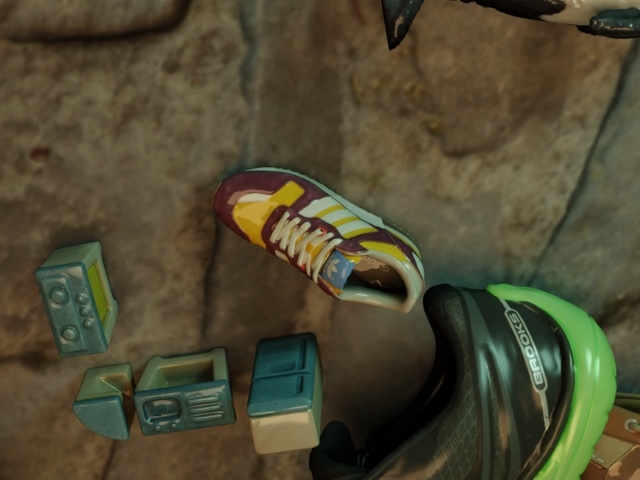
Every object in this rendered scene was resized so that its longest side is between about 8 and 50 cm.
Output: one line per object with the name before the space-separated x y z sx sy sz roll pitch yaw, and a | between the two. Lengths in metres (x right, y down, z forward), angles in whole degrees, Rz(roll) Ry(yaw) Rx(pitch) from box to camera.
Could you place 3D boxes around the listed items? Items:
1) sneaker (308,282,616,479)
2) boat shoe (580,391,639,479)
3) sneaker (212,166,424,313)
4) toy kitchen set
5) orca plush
sneaker | 0.063 0.253 1.111 0.202 0.185 0.483 24 87 -6
boat shoe | 0.371 0.176 1.134 0.324 0.123 0.116 0 102 -9
sneaker | 0.000 0.000 1.084 0.185 0.084 0.069 21 113 -8
toy kitchen set | -0.114 0.083 1.102 0.207 0.122 0.166 -9 113 5
orca plush | 0.191 -0.173 0.998 0.287 0.151 0.102 -13 144 4
